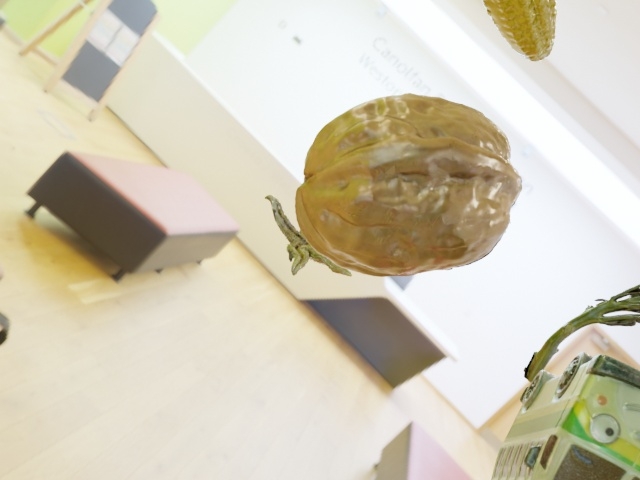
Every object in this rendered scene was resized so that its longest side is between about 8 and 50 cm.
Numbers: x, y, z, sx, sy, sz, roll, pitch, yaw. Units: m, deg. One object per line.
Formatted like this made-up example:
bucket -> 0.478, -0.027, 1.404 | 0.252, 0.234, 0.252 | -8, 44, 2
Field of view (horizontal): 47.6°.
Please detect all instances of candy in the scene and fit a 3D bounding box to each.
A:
candy -> 0.287, -0.335, 1.038 | 0.106, 0.094, 0.199 | 34, -14, 46

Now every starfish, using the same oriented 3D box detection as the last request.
starfish -> 0.000, 0.000, 1.175 | 0.176, 0.053, 0.208 | 8, 39, -27

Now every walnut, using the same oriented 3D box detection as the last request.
walnut -> 0.094, -0.057, 0.766 | 0.245, 0.198, 0.198 | 1, 15, -8

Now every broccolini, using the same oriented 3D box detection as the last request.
broccolini -> 0.421, 0.143, 1.039 | 0.123, 0.271, 0.062 | 56, 16, 8

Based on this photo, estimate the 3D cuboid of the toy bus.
toy bus -> 0.264, 0.218, 0.721 | 0.134, 0.164, 0.276 | 29, -14, 11
